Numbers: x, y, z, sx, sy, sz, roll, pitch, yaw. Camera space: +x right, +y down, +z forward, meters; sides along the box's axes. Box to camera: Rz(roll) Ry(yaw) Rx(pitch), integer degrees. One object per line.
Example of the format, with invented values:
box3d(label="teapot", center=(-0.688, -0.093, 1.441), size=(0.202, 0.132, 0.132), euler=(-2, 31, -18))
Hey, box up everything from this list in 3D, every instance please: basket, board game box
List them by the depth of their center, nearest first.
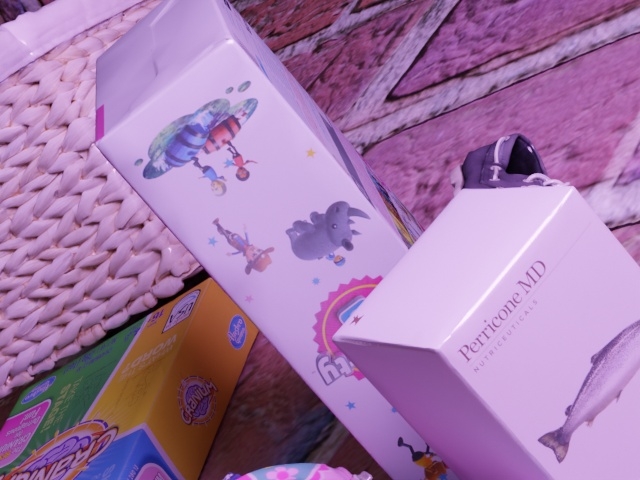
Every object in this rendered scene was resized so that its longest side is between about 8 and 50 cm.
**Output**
box3d(label="board game box", center=(0.000, 0.000, 0.984), size=(0.097, 0.303, 0.224), euler=(-40, 18, 7))
box3d(label="board game box", center=(-0.189, 0.189, 1.313), size=(0.242, 0.064, 0.316), euler=(-31, 21, 29))
box3d(label="basket", center=(-0.234, -0.063, 1.561), size=(0.328, 0.266, 0.331), euler=(-31, 9, 31))

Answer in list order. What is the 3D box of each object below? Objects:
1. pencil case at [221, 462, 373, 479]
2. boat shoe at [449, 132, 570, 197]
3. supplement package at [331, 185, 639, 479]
box3d(label="pencil case", center=(0.034, 0.174, 0.821), size=(0.124, 0.124, 0.284), euler=(-48, 18, -18))
box3d(label="boat shoe", center=(0.135, -0.030, 1.145), size=(0.065, 0.075, 0.206), euler=(-42, 14, 9))
box3d(label="supplement package", center=(0.113, 0.073, 0.794), size=(0.105, 0.179, 0.105), euler=(-48, 20, -17))
